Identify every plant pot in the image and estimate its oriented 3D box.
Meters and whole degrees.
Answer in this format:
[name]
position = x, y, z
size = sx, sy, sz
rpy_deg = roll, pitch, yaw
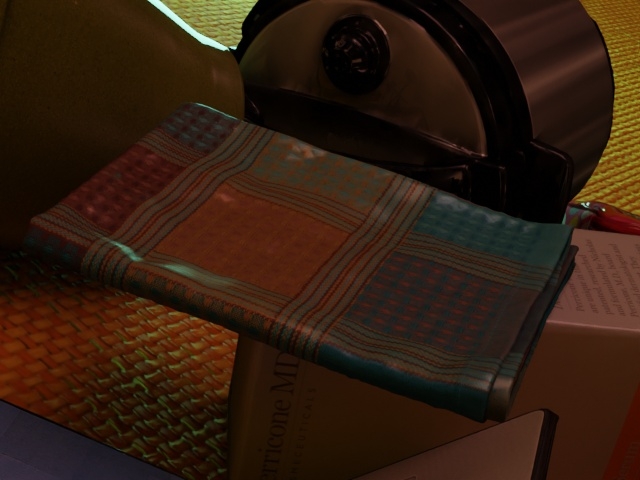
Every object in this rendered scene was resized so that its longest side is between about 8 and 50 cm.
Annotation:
[plant pot]
position = -0.277, -0.140, 1.205
size = 0.353, 0.366, 0.366
rpy_deg = 17, 26, -34

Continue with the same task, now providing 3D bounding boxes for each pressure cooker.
[pressure cooker]
position = 0.091, -0.133, 1.374
size = 0.420, 0.370, 0.375
rpy_deg = -30, 91, -54

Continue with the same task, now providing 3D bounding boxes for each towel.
[towel]
position = 0.000, 0.000, 0.955
size = 0.370, 0.040, 0.271
rpy_deg = 20, 32, 13

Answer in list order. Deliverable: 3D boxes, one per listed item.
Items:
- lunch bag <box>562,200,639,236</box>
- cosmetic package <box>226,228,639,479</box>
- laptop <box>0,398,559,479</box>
[lunch bag]
position = 0.419, 0.042, 1.517
size = 0.258, 0.120, 0.293
rpy_deg = 18, 6, -2
[cosmetic package]
position = 0.157, 0.115, 1.076
size = 0.453, 0.230, 0.161
rpy_deg = 6, 31, -8
[laptop]
position = -0.119, 0.213, 0.715
size = 0.236, 0.408, 0.382
rpy_deg = 50, 35, -18
